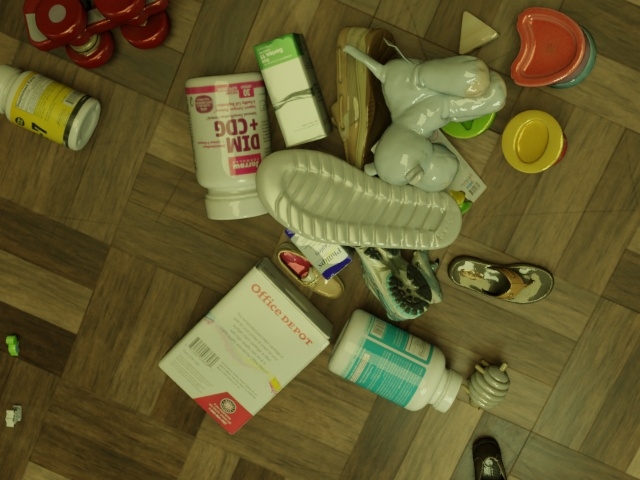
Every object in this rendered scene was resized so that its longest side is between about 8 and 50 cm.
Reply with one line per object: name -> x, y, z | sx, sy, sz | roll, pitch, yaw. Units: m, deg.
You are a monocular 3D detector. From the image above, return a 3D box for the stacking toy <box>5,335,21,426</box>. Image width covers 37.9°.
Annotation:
stacking toy -> -0.764, 0.312, 2.099 | 0.166, 0.052, 0.221 | 3, 101, 5

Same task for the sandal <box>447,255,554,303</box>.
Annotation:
sandal -> 0.373, 0.082, 1.935 | 0.219, 0.060, 0.090 | 15, 103, 3

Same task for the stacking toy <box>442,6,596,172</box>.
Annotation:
stacking toy -> 0.393, -0.304, 1.859 | 0.279, 0.130, 0.309 | 20, 101, 28

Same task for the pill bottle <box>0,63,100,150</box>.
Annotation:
pill bottle -> -0.573, -0.279, 1.927 | 0.208, 0.119, 0.119 | 24, 103, 1

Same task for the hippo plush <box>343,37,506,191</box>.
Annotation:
hippo plush -> 0.201, -0.211, 1.720 | 0.294, 0.234, 0.237 | 17, 82, -39

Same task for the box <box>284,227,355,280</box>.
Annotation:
box -> 0.000, 0.000, 1.922 | 0.072, 0.126, 0.137 | -41, 94, 11

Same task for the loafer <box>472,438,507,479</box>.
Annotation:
loafer -> 0.370, 0.544, 2.019 | 0.080, 0.078, 0.220 | -14, 100, 8

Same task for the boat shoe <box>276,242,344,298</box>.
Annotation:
boat shoe -> -0.025, 0.071, 1.973 | 0.170, 0.059, 0.063 | 34, 103, -2

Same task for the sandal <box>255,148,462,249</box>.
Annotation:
sandal -> 0.069, -0.060, 1.839 | 0.416, 0.102, 0.170 | 16, 85, -6

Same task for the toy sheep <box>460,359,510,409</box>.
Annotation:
toy sheep -> 0.355, 0.304, 1.970 | 0.091, 0.091, 0.132 | 28, 121, 0

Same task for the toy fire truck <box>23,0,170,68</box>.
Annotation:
toy fire truck -> -0.450, -0.506, 1.865 | 0.302, 0.169, 0.254 | -17, 75, 8

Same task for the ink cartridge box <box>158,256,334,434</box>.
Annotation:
ink cartridge box -> -0.153, 0.222, 1.980 | 0.306, 0.131, 0.226 | -43, 94, 10

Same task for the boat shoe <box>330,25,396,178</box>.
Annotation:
boat shoe -> 0.085, -0.258, 1.879 | 0.110, 0.121, 0.341 | 18, 115, 38

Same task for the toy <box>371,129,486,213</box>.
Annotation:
toy -> 0.216, -0.145, 1.900 | 0.237, 0.056, 0.137 | 46, 77, -13

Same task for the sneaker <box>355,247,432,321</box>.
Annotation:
sneaker -> 0.114, 0.044, 1.930 | 0.110, 0.122, 0.283 | -19, 77, -27

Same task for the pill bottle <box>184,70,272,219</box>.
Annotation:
pill bottle -> -0.179, -0.193, 1.884 | 0.160, 0.160, 0.283 | -5, 101, 7

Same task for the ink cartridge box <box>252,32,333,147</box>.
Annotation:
ink cartridge box -> -0.051, -0.298, 1.854 | 0.086, 0.153, 0.209 | -17, 98, 10

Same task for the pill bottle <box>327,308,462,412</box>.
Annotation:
pill bottle -> 0.158, 0.261, 1.949 | 0.264, 0.146, 0.146 | 27, 103, 0

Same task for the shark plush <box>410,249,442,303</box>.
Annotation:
shark plush -> 0.220, 0.054, 1.963 | 0.067, 0.073, 0.161 | -7, 86, -18
